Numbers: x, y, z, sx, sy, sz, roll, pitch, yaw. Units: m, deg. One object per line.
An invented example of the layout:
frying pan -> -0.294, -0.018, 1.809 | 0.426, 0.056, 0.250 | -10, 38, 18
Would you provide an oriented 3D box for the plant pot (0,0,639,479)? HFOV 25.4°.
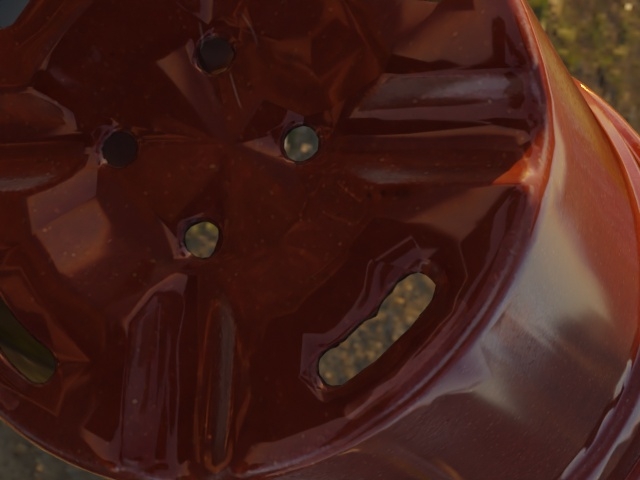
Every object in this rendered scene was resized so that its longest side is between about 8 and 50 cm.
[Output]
plant pot -> 0.000, 0.000, 0.531 | 0.272, 0.272, 0.265 | -69, 160, -8
